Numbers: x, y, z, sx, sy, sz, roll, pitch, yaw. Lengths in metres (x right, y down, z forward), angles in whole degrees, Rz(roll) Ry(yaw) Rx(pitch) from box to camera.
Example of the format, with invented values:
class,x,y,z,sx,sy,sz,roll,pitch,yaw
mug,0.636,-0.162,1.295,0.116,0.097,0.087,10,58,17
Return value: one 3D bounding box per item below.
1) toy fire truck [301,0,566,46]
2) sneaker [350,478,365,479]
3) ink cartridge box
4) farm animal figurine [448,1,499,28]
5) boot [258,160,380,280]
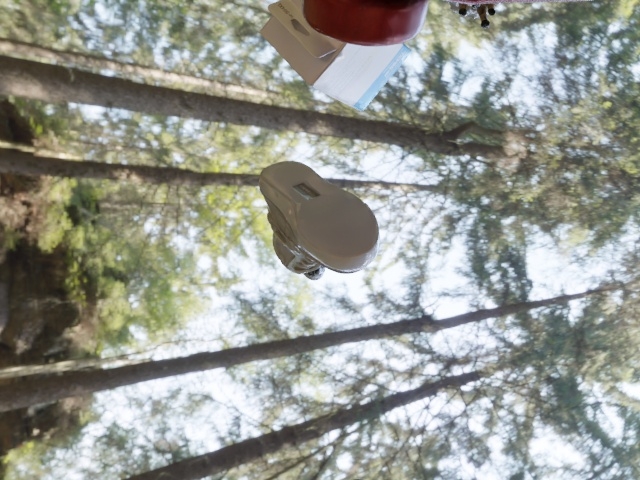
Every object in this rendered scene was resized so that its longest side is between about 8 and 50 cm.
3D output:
class,x,y,z,sx,sy,sz,roll,pitch,yaw
toy fire truck,0.125,-0.257,0.489,0.254,0.302,0.169,9,-49,4
sneaker,0.059,0.519,0.926,0.146,0.122,0.330,-33,-113,48
ink cartridge box,0.015,-0.212,0.678,0.090,0.143,0.092,-48,-110,18
farm animal figurine,0.194,-0.518,0.963,0.330,0.327,0.172,121,-27,-50
boot,0.000,0.000,0.797,0.258,0.095,0.123,-129,-154,-54
